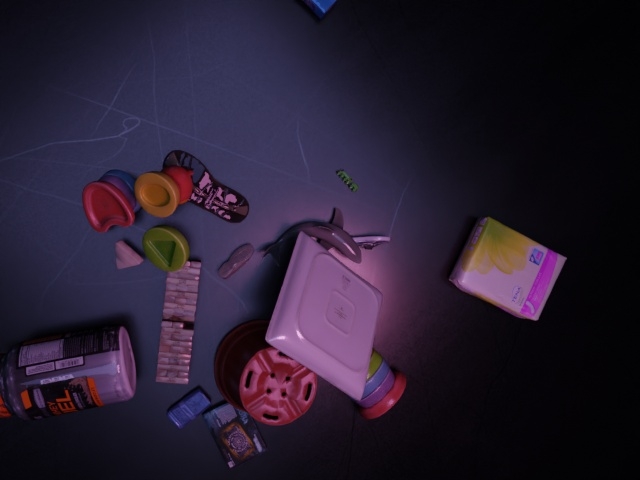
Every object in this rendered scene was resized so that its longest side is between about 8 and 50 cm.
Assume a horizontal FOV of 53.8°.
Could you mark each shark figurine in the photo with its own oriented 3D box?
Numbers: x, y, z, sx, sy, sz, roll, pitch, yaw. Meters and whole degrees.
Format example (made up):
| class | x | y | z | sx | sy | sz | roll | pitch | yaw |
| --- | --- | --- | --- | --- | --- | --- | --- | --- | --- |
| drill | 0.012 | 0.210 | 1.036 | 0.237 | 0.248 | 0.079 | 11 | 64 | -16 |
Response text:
| class | x | y | z | sx | sy | sz | roll | pitch | yaw |
| --- | --- | --- | --- | --- | --- | --- | --- | --- | --- |
| shark figurine | -0.024 | -0.016 | 1.782 | 0.278 | 0.116 | 0.166 | -1 | 83 | 1 |

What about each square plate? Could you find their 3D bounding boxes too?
| class | x | y | z | sx | sy | sz | roll | pitch | yaw |
| --- | --- | --- | --- | --- | --- | --- | --- | --- | --- |
| square plate | 0.036 | 0.194 | 1.674 | 0.347 | 0.049 | 0.344 | 39 | 50 | -28 |

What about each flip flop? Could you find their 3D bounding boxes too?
| class | x | y | z | sx | sy | sz | roll | pitch | yaw |
| --- | --- | --- | --- | --- | --- | --- | --- | --- | --- |
| flip flop | -0.320 | -0.145 | 1.754 | 0.277 | 0.080 | 0.112 | 34 | 90 | -26 |

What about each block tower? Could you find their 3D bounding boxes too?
| class | x | y | z | sx | sy | sz | roll | pitch | yaw |
| --- | --- | --- | --- | --- | --- | --- | --- | --- | --- |
| block tower | -0.393 | 0.220 | 1.751 | 0.091 | 0.097 | 0.335 | 7 | 90 | -10 |

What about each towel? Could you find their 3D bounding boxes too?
| class | x | y | z | sx | sy | sz | roll | pitch | yaw |
| --- | --- | --- | --- | --- | --- | --- | --- | --- | --- |
| towel | -0.374 | 0.479 | 1.800 | 0.119 | 0.029 | 0.067 | -37 | 99 | -5 |

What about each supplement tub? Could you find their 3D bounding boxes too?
| class | x | y | z | sx | sy | sz | roll | pitch | yaw |
| --- | --- | --- | --- | --- | --- | --- | --- | --- | --- |
| supplement tub | -0.670 | 0.348 | 1.651 | 0.338 | 0.207 | 0.207 | -10 | 95 | -8 |

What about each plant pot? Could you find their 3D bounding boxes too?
| class | x | y | z | sx | sy | sz | roll | pitch | yaw |
| --- | --- | --- | --- | --- | --- | --- | --- | --- | --- |
| plant pot | -0.137 | 0.364 | 1.701 | 0.272 | 0.265 | 0.272 | 0 | 89 | -16 |

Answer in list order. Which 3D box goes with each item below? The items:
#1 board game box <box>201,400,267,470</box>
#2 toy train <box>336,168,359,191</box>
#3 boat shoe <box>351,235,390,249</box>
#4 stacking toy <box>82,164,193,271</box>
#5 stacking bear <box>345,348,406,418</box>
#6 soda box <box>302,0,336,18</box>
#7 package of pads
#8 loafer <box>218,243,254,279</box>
| class | x | y | z | sx | sy | sz | roll | pitch | yaw |
| --- | --- | --- | --- | --- | --- | --- | --- | --- | --- |
| board game box | -0.247 | 0.554 | 1.828 | 0.126 | 0.026 | 0.186 | -25 | 97 | -8 |
| toy train | 0.081 | -0.177 | 1.848 | 0.024 | 0.017 | 0.083 | -44 | 99 | -15 |
| boat shoe | 0.134 | 0.008 | 1.854 | 0.142 | 0.049 | 0.040 | -3 | 91 | -2 |
| stacking toy | -0.455 | -0.068 | 1.681 | 0.309 | 0.130 | 0.279 | -1 | 118 | 25 |
| stacking bear | 0.094 | 0.356 | 1.817 | 0.175 | 0.164 | 0.289 | -43 | 95 | -5 |
| soda box | -0.047 | -0.728 | 1.767 | 0.210 | 0.067 | 0.071 | 43 | 86 | -9 |
| package of pads | 0.561 | 0.091 | 1.907 | 0.296 | 0.101 | 0.229 | 27 | 87 | -10 |
| loafer | -0.238 | 0.061 | 1.800 | 0.125 | 0.039 | 0.045 | -43 | 66 | -8 |
